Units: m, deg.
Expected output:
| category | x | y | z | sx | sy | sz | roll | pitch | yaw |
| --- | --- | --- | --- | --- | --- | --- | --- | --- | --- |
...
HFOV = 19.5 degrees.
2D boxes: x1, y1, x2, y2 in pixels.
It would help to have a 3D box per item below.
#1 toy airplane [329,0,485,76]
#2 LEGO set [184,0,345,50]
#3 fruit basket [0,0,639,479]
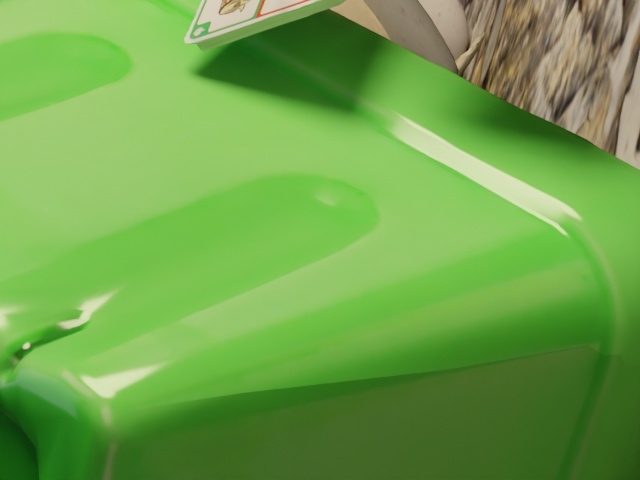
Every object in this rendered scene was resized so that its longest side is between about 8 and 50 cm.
| category | x | y | z | sx | sy | sz | roll | pitch | yaw |
| --- | --- | --- | --- | --- | --- | --- | --- | --- | --- |
| toy airplane | -0.051 | -0.112 | 1.057 | 0.384 | 0.272 | 0.386 | 88 | 157 | -52 |
| LEGO set | 0.074 | -0.142 | 0.538 | 0.060 | 0.182 | 0.244 | 54 | -145 | -33 |
| fruit basket | -0.023 | 0.097 | 0.604 | 0.392 | 0.283 | 0.392 | -30 | -44 | -34 |
